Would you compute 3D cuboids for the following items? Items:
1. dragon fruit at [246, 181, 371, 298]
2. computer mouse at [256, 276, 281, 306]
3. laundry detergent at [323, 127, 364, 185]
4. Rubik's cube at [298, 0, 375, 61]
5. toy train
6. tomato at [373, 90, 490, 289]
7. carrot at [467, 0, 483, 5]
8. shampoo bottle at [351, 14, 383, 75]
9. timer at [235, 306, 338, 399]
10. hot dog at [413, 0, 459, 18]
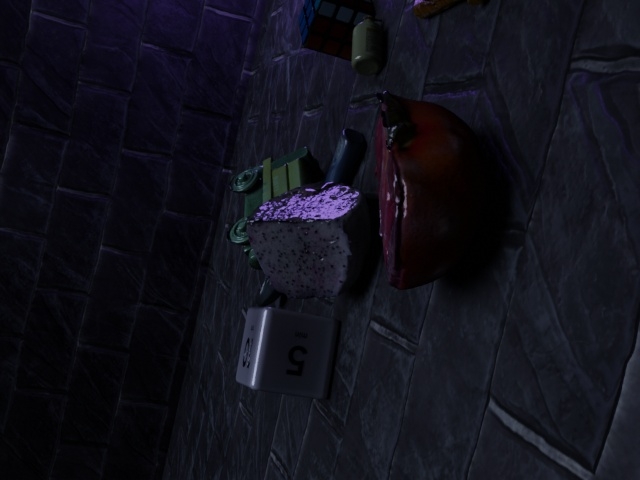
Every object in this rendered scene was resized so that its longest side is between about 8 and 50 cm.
[{"bbox_3d":[0.000,0.000,1.677,0.204,0.282,0.221,-40,-58,-51],"label":"dragon fruit"},{"bbox_3d":[-0.129,0.105,2.227,0.113,0.068,0.229,150,142,-85],"label":"computer mouse"},{"bbox_3d":[0.050,-0.182,1.860,0.097,0.061,0.206,-103,30,-55],"label":"laundry detergent"},{"bbox_3d":[0.040,-0.622,2.008,0.162,0.163,0.161,-95,24,-46],"label":"Rubik's cube"},{"bbox_3d":[-0.111,-0.091,1.957,0.253,0.160,0.397,-25,39,17],"label":"toy train"},{"bbox_3d":[0.184,-0.083,1.221,0.290,0.176,0.335,90,176,-48],"label":"tomato"},{"bbox_3d":[0.299,-0.520,1.343,0.042,0.042,0.171,157,123,-69],"label":"carrot"},{"bbox_3d":[0.119,-0.501,1.823,0.079,0.079,0.162,133,144,-59],"label":"shampoo bottle"},{"bbox_3d":[-0.083,0.272,1.763,0.192,0.194,0.195,165,116,-70],"label":"timer"},{"bbox_3d":[0.245,-0.510,1.495,0.215,0.047,0.066,-158,83,-72],"label":"hot dog"}]
